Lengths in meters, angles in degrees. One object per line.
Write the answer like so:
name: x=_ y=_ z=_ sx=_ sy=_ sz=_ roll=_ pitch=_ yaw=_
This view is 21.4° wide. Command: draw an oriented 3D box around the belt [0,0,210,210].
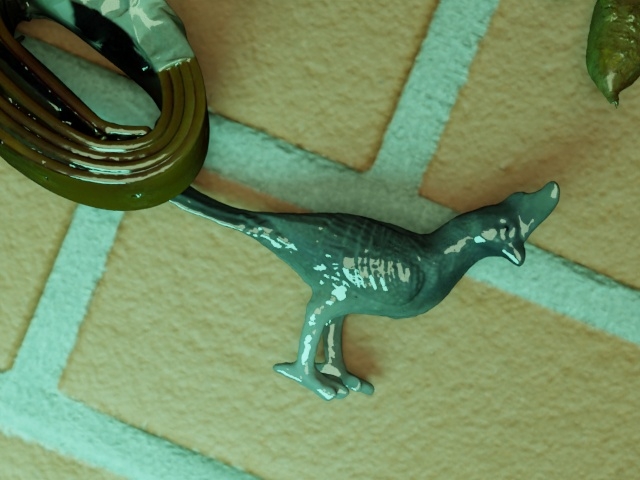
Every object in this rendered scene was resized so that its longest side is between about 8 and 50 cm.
belt: x=-0.206 y=-0.142 z=1.413 sx=0.261 sy=0.105 sz=0.184 roll=43 pitch=82 yaw=11

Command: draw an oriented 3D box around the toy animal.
toy animal: x=0.014 y=0.036 z=1.461 sx=0.367 sy=0.081 sz=0.205 roll=5 pitch=99 yaw=8

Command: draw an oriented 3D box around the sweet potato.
sweet potato: x=0.271 y=-0.209 z=1.449 sx=0.068 sy=0.068 sz=0.226 roll=23 pitch=75 yaw=-1
